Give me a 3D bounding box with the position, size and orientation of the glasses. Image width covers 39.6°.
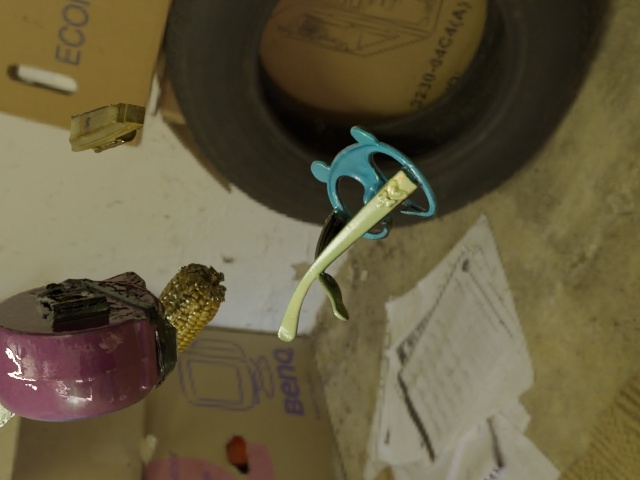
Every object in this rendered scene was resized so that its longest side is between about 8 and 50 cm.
[{"bbox_3d":[0.035,0.011,0.903,0.239,0.102,0.207,160,125,-74],"label":"glasses"}]

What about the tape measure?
[{"bbox_3d":[-0.314,0.125,1.152,0.245,0.231,0.149,24,118,55],"label":"tape measure"}]

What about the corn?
[{"bbox_3d":[-0.296,0.173,1.696,0.318,0.115,0.115,-49,32,13],"label":"corn"}]

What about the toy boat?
[{"bbox_3d":[-0.400,-0.213,1.682,0.226,0.088,0.068,-9,70,43],"label":"toy boat"}]

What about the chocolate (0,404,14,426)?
[{"bbox_3d":[-0.542,0.206,1.526,0.147,0.221,0.221,-19,-57,-67],"label":"chocolate"}]
